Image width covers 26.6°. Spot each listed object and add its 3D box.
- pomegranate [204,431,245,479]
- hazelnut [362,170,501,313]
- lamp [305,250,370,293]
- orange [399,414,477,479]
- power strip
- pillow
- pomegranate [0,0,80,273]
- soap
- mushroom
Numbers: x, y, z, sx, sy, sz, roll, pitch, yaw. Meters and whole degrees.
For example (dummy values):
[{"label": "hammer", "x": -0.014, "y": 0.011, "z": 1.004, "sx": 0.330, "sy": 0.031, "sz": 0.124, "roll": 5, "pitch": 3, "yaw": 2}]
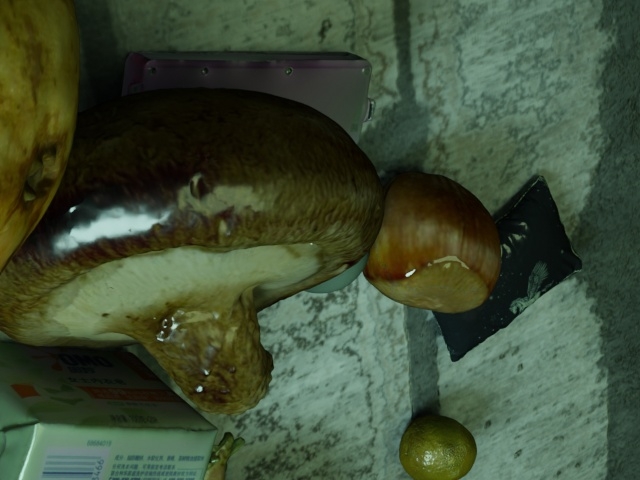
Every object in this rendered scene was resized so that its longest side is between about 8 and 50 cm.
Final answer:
[{"label": "pomegranate", "x": -0.105, "y": 0.334, "z": 1.380, "sx": 0.231, "sy": 0.231, "sz": 0.286, "roll": 16, "pitch": 73, "yaw": -41}, {"label": "hazelnut", "x": 0.119, "y": 0.000, "z": 1.420, "sx": 0.150, "sy": 0.150, "sz": 0.150, "roll": -17, "pitch": 121, "yaw": -31}, {"label": "lamp", "x": 0.000, "y": 0.000, "z": 1.348, "sx": 0.105, "sy": 0.105, "sz": 0.105, "roll": -17, "pitch": 121, "yaw": -31}, {"label": "orange", "x": 0.139, "y": 0.246, "z": 1.586, "sx": 0.095, "sy": 0.085, "sz": 0.085, "roll": 4, "pitch": 109, "yaw": -31}, {"label": "power strip", "x": -0.068, "y": -0.123, "z": 1.279, "sx": 0.279, "sy": 0.037, "sz": 0.109, "roll": -5, "pitch": 115, "yaw": -36}, {"label": "pillow", "x": 0.210, "y": 0.037, "z": 1.562, "sx": 0.208, "sy": 0.055, "sz": 0.141, "roll": -38, "pitch": 121, "yaw": -18}, {"label": "pomegranate", "x": -0.362, "y": -0.115, "z": 0.871, "sx": 0.410, "sy": 0.410, "sz": 0.410, "roll": -17, "pitch": 121, "yaw": -31}, {"label": "soap", "x": -0.227, "y": 0.185, "z": 1.211, "sx": 0.199, "sy": 0.182, "sz": 0.138, "roll": 9, "pitch": 104, "yaw": -39}, {"label": "mushroom", "x": -0.129, "y": -0.009, "z": 1.127, "sx": 0.345, "sy": 0.239, "sz": 0.345, "roll": -28, "pitch": 147, "yaw": -20}]
